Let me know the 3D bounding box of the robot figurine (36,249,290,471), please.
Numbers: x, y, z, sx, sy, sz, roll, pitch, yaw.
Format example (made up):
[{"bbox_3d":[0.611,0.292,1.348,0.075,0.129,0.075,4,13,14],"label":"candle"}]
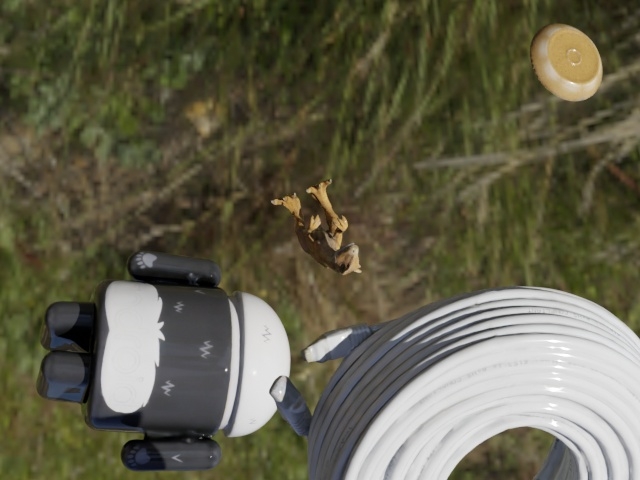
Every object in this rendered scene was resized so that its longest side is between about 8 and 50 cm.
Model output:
[{"bbox_3d":[-0.173,0.133,1.706,0.278,0.173,0.209,5,105,-13],"label":"robot figurine"}]

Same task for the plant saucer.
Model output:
[{"bbox_3d":[0.245,-0.178,1.499,0.083,0.083,0.015,11,157,-21],"label":"plant saucer"}]

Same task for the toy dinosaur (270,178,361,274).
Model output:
[{"bbox_3d":[0.000,0.000,1.545,0.064,0.112,0.211,-22,-176,0],"label":"toy dinosaur"}]

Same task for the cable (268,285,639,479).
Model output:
[{"bbox_3d":[0.120,0.151,1.042,0.257,0.089,0.257,-22,118,-2],"label":"cable"}]
